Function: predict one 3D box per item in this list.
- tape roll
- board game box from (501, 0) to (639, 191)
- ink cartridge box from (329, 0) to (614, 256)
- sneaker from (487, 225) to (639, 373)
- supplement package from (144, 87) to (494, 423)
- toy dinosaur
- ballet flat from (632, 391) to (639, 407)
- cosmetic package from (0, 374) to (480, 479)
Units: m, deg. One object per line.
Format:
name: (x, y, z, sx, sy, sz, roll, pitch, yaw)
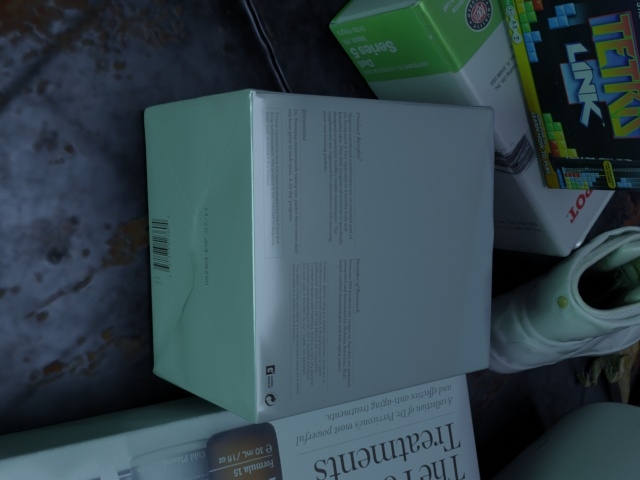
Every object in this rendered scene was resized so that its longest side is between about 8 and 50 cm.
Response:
tape roll: (0.280, 0.302, 0.720, 0.169, 0.246, 0.246, -28, 110, -31)
board game box: (0.217, -0.120, 0.549, 0.048, 0.141, 0.170, -32, 112, -29)
ink cartridge box: (0.168, -0.149, 0.670, 0.198, 0.114, 0.273, -51, 121, -21)
sneaker: (0.303, 0.050, 0.744, 0.292, 0.169, 0.108, -15, 74, -34)
supplement package: (0.000, 0.000, 0.538, 0.203, 0.149, 0.194, -4, 97, -37)
toy dinosaur: (0.343, 0.138, 0.870, 0.092, 0.053, 0.183, -19, 106, -35)
ballet flat: (0.425, 0.218, 0.936, 0.084, 0.058, 0.250, 29, 77, -34)
cosmetic package: (-0.046, 0.249, 0.519, 0.377, 0.097, 0.284, -6, 88, -33)
